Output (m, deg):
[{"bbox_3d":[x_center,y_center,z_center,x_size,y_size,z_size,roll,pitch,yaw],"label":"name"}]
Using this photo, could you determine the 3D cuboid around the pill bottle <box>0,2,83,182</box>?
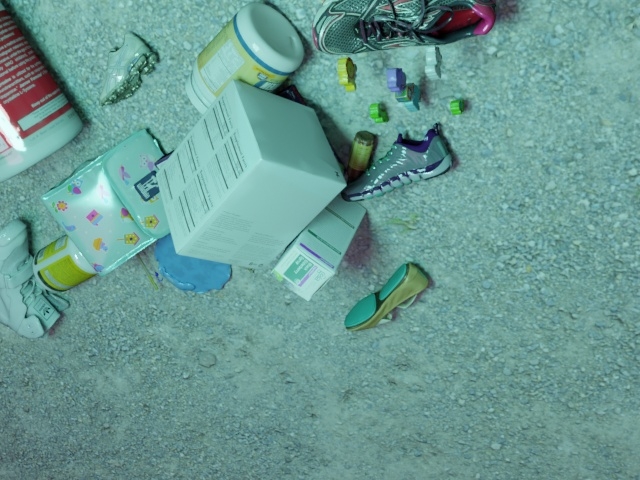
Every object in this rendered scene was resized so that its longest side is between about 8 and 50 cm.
[{"bbox_3d":[-0.686,-0.339,1.607,0.229,0.229,0.407,-19,113,30],"label":"pill bottle"}]

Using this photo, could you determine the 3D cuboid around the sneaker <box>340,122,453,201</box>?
[{"bbox_3d":[0.134,-0.147,1.512,0.224,0.083,0.098,-19,103,15],"label":"sneaker"}]

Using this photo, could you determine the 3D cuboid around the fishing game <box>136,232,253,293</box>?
[{"bbox_3d":[-0.289,0.045,1.825,0.264,0.041,0.189,-14,123,22],"label":"fishing game"}]

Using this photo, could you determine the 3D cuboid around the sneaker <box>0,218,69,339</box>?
[{"bbox_3d":[-0.731,0.109,1.981,0.210,0.137,0.366,33,132,-2],"label":"sneaker"}]

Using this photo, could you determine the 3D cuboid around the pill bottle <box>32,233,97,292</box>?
[{"bbox_3d":[-0.570,0.037,1.877,0.209,0.119,0.119,-24,110,33],"label":"pill bottle"}]

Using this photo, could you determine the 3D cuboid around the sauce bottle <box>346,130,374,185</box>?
[{"bbox_3d":[0.073,-0.151,1.553,0.042,0.042,0.128,21,130,7],"label":"sauce bottle"}]

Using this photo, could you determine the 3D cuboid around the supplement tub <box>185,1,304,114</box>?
[{"bbox_3d":[-0.142,-0.320,1.461,0.144,0.144,0.200,45,126,-11],"label":"supplement tub"}]

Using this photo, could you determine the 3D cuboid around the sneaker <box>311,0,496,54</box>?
[{"bbox_3d":[0.132,-0.361,1.283,0.299,0.112,0.120,-13,137,6],"label":"sneaker"}]

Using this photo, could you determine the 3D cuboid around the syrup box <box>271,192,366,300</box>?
[{"bbox_3d":[0.000,0.000,1.556,0.096,0.237,0.093,37,128,-5],"label":"syrup box"}]

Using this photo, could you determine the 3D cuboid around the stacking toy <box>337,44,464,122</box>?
[{"bbox_3d":[0.145,-0.265,1.382,0.167,0.052,0.221,-2,166,24],"label":"stacking toy"}]

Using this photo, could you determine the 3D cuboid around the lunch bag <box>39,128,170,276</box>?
[{"bbox_3d":[-0.421,-0.087,1.710,0.262,0.160,0.223,-31,105,7],"label":"lunch bag"}]

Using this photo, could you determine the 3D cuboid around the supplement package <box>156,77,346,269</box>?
[{"bbox_3d":[-0.132,-0.111,1.448,0.199,0.198,0.263,13,134,-42],"label":"supplement package"}]

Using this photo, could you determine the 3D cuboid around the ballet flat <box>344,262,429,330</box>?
[{"bbox_3d":[0.142,0.137,1.695,0.073,0.080,0.232,30,130,-18],"label":"ballet flat"}]

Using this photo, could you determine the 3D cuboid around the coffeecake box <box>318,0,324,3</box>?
[{"bbox_3d":[0.070,-0.468,1.328,0.142,0.068,0.185,34,127,-4],"label":"coffeecake box"}]

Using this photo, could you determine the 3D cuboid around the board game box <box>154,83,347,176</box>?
[{"bbox_3d":[-0.145,-0.149,1.616,0.347,0.056,0.208,-23,107,26],"label":"board game box"}]

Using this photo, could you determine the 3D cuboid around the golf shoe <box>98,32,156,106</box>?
[{"bbox_3d":[-0.402,-0.344,1.610,0.176,0.069,0.086,-38,83,32],"label":"golf shoe"}]
